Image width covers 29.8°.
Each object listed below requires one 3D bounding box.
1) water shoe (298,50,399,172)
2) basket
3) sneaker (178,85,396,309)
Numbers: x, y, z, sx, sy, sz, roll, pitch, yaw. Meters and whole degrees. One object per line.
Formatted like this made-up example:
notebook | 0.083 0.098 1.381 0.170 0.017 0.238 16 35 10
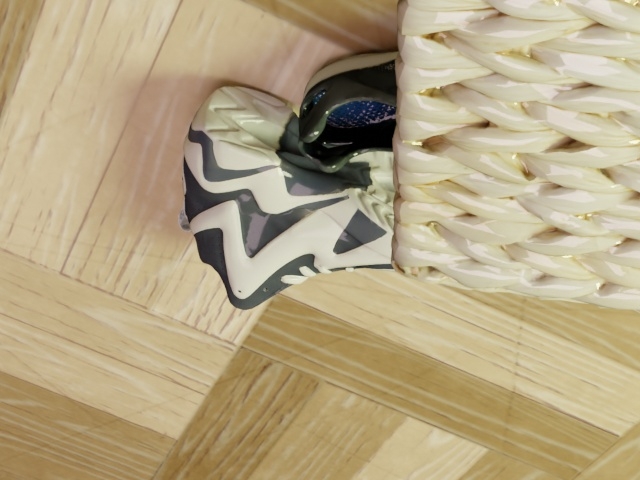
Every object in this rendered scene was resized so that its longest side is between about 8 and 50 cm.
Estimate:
water shoe | 0.081 -0.091 0.775 0.203 0.080 0.073 -16 129 25
basket | 0.196 -0.150 0.520 0.331 0.328 0.266 8 137 4
sneaker | 0.000 0.000 0.875 0.235 0.094 0.153 21 136 -8
